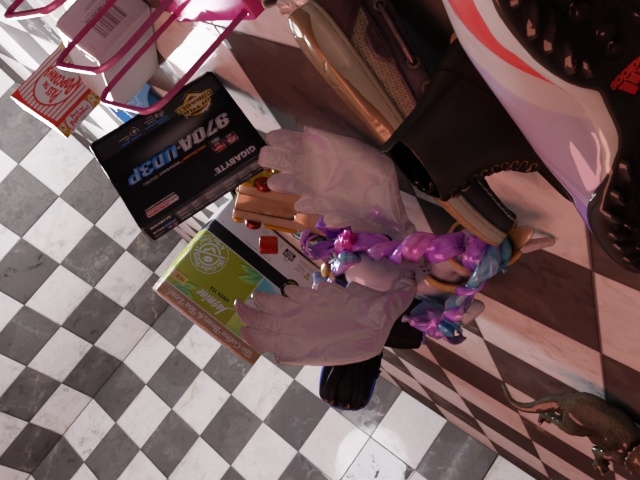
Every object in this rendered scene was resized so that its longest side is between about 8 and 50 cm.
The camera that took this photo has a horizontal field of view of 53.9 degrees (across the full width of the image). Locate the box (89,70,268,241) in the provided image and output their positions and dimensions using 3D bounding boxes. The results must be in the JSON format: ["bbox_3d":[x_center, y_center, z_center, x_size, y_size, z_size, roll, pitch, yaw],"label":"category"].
[{"bbox_3d":[-0.208,-0.130,0.948,0.175,0.220,0.051,54,173,20],"label":"box"}]

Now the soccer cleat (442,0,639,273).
[{"bbox_3d":[0.173,-0.099,0.418,0.318,0.108,0.116,44,-173,-33],"label":"soccer cleat"}]

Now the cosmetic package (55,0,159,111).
[{"bbox_3d":[-0.329,-0.304,0.999,0.085,0.117,0.231,39,166,-5],"label":"cosmetic package"}]

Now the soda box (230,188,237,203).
[{"bbox_3d":[-0.159,-0.088,1.447,0.060,0.053,0.169,36,167,10],"label":"soda box"}]

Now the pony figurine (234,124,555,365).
[{"bbox_3d":[0.080,0.032,0.834,0.350,0.303,0.363,5,162,-1],"label":"pony figurine"}]

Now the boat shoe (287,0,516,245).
[{"bbox_3d":[0.095,-0.112,0.558,0.285,0.092,0.103,45,-171,-17],"label":"boat shoe"}]

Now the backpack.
[{"bbox_3d":[0.052,0.222,1.054,0.097,0.120,0.101,12,168,10],"label":"backpack"}]

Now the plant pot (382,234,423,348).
[{"bbox_3d":[0.111,0.099,1.116,0.166,0.188,0.187,25,168,-3],"label":"plant pot"}]

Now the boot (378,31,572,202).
[{"bbox_3d":[0.143,-0.061,0.507,0.198,0.137,0.077,41,167,-18],"label":"boot"}]

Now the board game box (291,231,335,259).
[{"bbox_3d":[0.000,0.000,1.382,0.186,0.026,0.126,32,167,23],"label":"board game box"}]

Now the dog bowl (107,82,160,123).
[{"bbox_3d":[-0.332,-0.238,1.342,0.297,0.074,0.166,38,167,-2],"label":"dog bowl"}]

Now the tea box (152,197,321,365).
[{"bbox_3d":[-0.233,0.112,1.746,0.329,0.324,0.220,40,167,-11],"label":"tea box"}]

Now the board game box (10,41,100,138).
[{"bbox_3d":[-0.481,-0.308,1.222,0.146,0.193,0.045,31,166,24],"label":"board game box"}]

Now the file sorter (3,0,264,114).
[{"bbox_3d":[-0.248,-0.294,0.654,0.202,0.182,0.291,22,160,49],"label":"file sorter"}]

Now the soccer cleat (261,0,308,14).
[{"bbox_3d":[-0.022,-0.228,0.599,0.083,0.036,0.029,29,165,36],"label":"soccer cleat"}]

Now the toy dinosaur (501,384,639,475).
[{"bbox_3d":[0.468,0.309,1.065,0.313,0.121,0.160,39,156,16],"label":"toy dinosaur"}]

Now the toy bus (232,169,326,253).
[{"bbox_3d":[-0.049,-0.076,1.057,0.202,0.190,0.104,52,-154,-39],"label":"toy bus"}]
